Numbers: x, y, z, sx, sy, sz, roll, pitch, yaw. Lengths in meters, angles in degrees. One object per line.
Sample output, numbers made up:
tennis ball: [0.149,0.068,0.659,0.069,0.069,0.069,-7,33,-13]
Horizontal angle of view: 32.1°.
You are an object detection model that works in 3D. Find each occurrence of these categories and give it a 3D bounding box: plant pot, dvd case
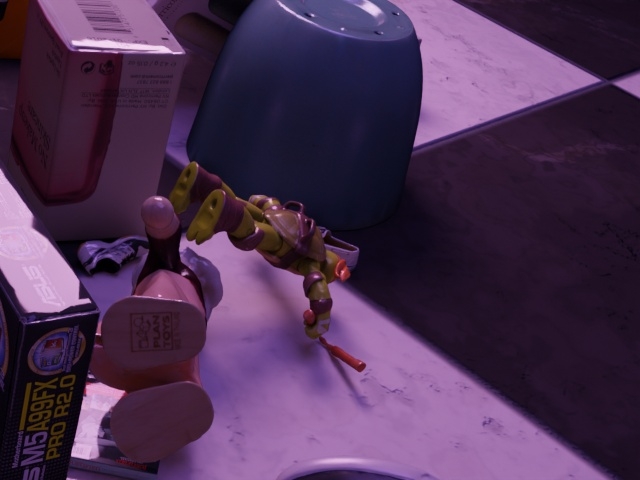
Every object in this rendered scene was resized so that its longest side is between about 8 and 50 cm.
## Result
plant pot: [-0.003,-0.191,1.405,0.293,0.235,0.293,13,31,-8]
dvd case: [-0.178,0.159,0.976,0.087,0.013,0.119,13,30,-8]

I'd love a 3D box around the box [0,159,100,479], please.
box: [-0.271,0.062,0.886,0.060,0.216,0.270,-8,41,-35]

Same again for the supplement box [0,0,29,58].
supplement box: [-0.384,-0.355,1.570,0.191,0.129,0.194,-2,37,-29]

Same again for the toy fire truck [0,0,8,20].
toy fire truck: [-0.552,-0.294,1.400,0.246,0.158,0.217,6,32,-37]

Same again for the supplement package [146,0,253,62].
supplement package: [-0.123,-0.370,1.498,0.263,0.199,0.198,21,32,-49]

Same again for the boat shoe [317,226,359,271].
boat shoe: [0.000,0.000,1.295,0.100,0.035,0.035,28,33,15]

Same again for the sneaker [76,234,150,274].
sneaker: [-0.213,0.019,1.170,0.083,0.032,0.037,-11,55,-31]

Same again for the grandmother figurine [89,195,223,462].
grandmother figurine: [-0.135,0.065,0.956,0.104,0.207,0.342,4,6,-6]

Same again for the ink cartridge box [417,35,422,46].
ink cartridge box: [-0.015,-0.321,1.715,0.201,0.117,0.278,-9,40,-37]

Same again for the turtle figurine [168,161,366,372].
turtle figurine: [-0.042,0.007,1.143,0.217,0.087,0.269,29,25,-38]

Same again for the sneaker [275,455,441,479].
sneaker: [0.085,0.271,0.841,0.296,0.104,0.147,26,27,5]

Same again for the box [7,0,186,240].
box: [-0.246,-0.134,1.190,0.127,0.232,0.148,-3,37,-31]
